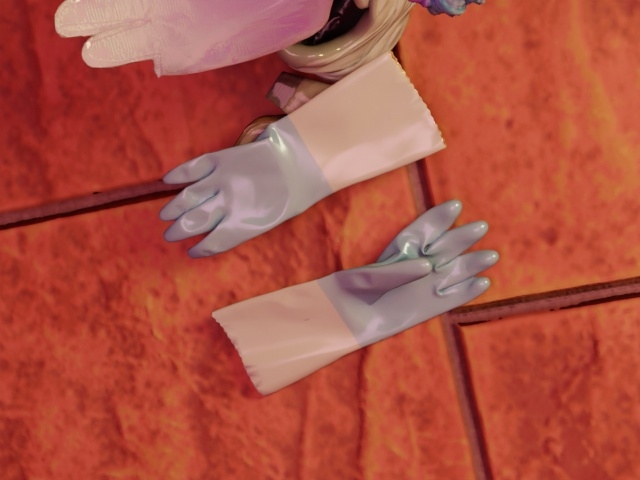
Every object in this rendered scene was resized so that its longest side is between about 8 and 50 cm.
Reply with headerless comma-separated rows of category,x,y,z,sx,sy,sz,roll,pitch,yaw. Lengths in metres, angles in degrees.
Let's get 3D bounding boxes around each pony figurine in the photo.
pony figurine,-0.005,-0.279,1.128,0.351,0.363,0.302,-1,140,14

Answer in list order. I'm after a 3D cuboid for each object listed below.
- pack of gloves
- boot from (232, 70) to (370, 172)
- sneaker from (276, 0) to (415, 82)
pack of gloves,0.000,0.000,1.322,0.232,0.046,0.195,-27,105,21
boot,-0.015,-0.067,1.343,0.087,0.042,0.118,34,120,-1
sneaker,0.049,-0.202,1.253,0.090,0.115,0.232,36,109,10
